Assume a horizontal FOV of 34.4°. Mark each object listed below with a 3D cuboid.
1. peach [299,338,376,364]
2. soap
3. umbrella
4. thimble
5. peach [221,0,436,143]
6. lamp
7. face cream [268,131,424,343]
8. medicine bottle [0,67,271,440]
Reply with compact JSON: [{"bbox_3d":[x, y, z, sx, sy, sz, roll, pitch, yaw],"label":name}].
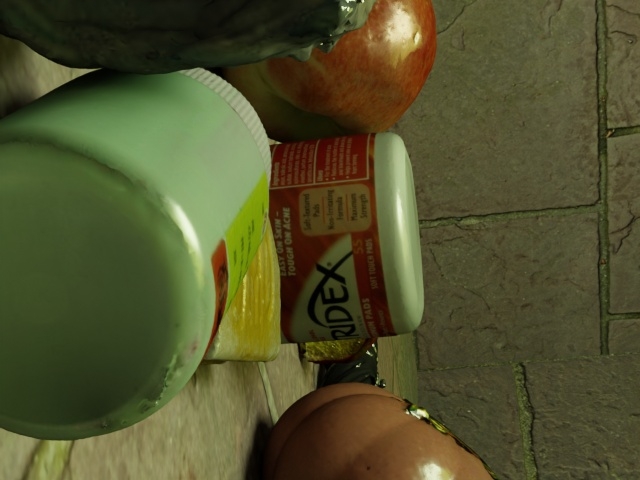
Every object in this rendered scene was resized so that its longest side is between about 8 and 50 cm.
[{"bbox_3d":[0.011,0.081,1.382,0.172,0.127,0.092,57,22,-9],"label":"peach"},{"bbox_3d":[-0.085,0.029,0.816,0.232,0.073,0.140,42,48,-79],"label":"soap"},{"bbox_3d":[0.053,0.205,1.518,0.106,0.113,0.357,55,22,-26],"label":"umbrella"},{"bbox_3d":[-0.072,-0.180,0.500,0.172,0.236,0.205,-81,-164,-65],"label":"thimble"},{"bbox_3d":[0.000,-0.226,1.067,0.232,0.233,0.256,67,27,-64],"label":"peach"},{"bbox_3d":[0.063,0.293,1.075,0.305,0.239,0.305,40,-4,3],"label":"lamp"},{"bbox_3d":[0.000,0.000,1.019,0.201,0.187,0.200,-5,90,-82],"label":"face cream"},{"bbox_3d":[-0.100,-0.012,0.512,0.225,0.139,0.139,-73,156,-70],"label":"medicine bottle"}]
